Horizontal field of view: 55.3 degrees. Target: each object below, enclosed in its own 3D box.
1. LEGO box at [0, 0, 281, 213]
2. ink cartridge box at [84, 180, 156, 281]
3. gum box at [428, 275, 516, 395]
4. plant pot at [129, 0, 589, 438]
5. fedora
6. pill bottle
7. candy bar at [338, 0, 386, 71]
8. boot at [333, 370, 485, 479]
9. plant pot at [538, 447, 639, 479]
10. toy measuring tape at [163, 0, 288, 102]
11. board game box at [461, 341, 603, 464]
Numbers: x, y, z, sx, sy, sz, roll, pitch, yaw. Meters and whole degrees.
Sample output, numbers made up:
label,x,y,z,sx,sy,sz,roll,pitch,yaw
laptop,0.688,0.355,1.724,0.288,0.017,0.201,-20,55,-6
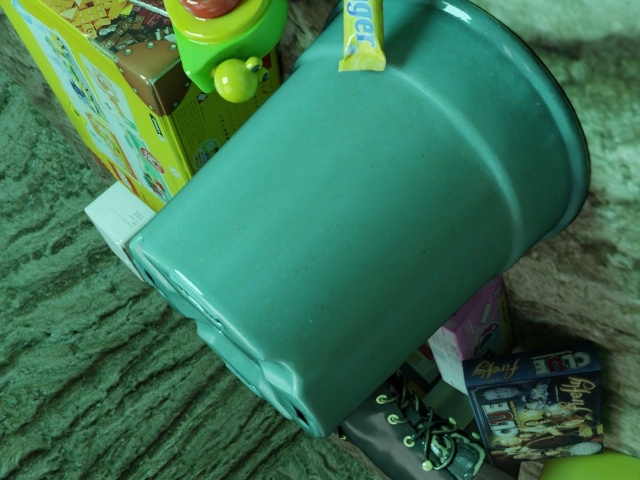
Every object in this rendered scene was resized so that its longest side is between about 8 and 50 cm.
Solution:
label,x,y,z,sx,sy,sz,roll,pitch,yaw
LEGO box,-0.247,-0.222,0.940,0.372,0.193,0.500,38,160,18
ink cartridge box,-0.318,-0.075,1.260,0.117,0.278,0.201,39,160,15
gum box,0.209,0.124,0.853,0.062,0.107,0.188,27,155,41
plant pot,0.019,-0.014,0.613,0.341,0.334,0.341,40,161,17
fedora,0.282,0.389,1.186,0.243,0.124,0.275,39,159,-34
pill bottle,0.146,0.214,1.084,0.278,0.162,0.162,44,161,4
candy bar,0.033,-0.219,0.497,0.040,0.161,0.018,1,-174,22
boot,0.118,0.244,0.910,0.284,0.138,0.377,37,139,12
plant pot,0.446,0.460,0.938,0.212,0.187,0.212,51,160,-14
toy measuring tape,-0.108,-0.291,0.622,0.121,0.121,0.330,114,141,-70
board game box,0.300,0.235,0.846,0.165,0.042,0.243,-12,135,16
